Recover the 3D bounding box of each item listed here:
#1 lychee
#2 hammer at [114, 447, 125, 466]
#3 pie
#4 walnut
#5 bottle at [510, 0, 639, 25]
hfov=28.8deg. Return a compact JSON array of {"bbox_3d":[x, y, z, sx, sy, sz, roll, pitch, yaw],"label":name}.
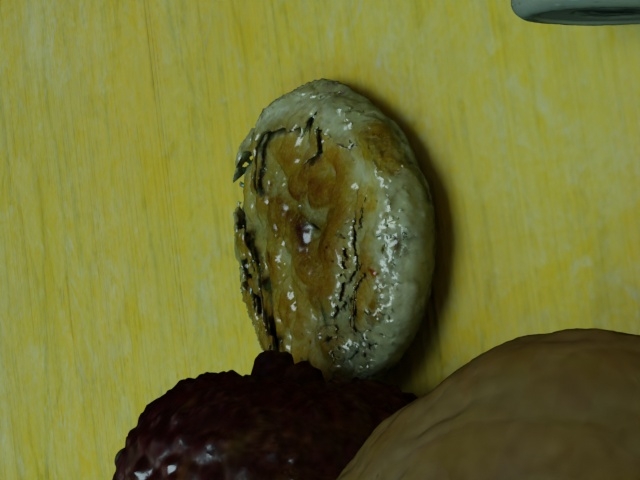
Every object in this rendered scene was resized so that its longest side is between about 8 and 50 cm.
[{"bbox_3d":[-0.021,0.204,0.884,0.260,0.260,0.261,5,96,52],"label":"lychee"},{"bbox_3d":[-0.196,0.362,1.307,0.058,0.029,0.292,18,108,52],"label":"hammer"},{"bbox_3d":[0.000,0.000,1.005,0.274,0.055,0.274,1,91,57],"label":"pie"},{"bbox_3d":[0.125,0.219,0.653,0.344,0.306,0.306,-43,58,28],"label":"walnut"},{"bbox_3d":[0.169,-0.255,0.715,0.120,0.120,0.253,7,98,52],"label":"bottle"}]
